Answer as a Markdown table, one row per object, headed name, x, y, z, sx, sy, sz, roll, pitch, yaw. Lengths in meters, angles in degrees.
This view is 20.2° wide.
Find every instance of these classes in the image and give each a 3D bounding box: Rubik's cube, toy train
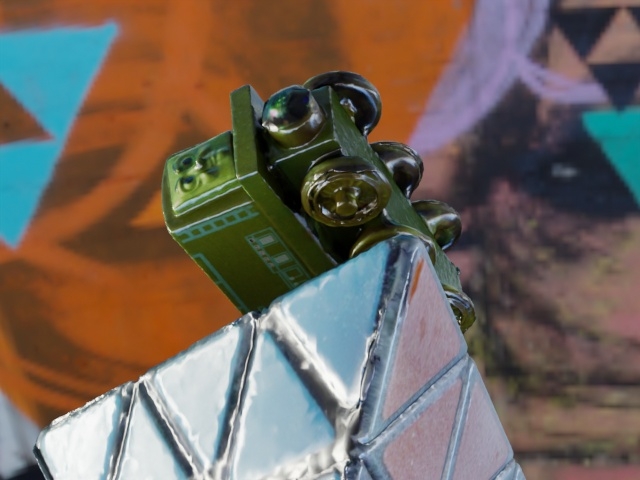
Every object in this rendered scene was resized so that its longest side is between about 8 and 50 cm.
| name | x | y | z | sx | sy | sz | roll | pitch | yaw |
| --- | --- | --- | --- | --- | --- | --- | --- | --- | --- |
| Rubik's cube | -0.003 | 0.148 | 0.932 | 0.228 | 0.228 | 0.233 | -32 | -177 | -5 |
| toy train | 0.000 | 0.000 | 1.032 | 0.137 | 0.225 | 0.090 | -21 | -134 | 17 |
